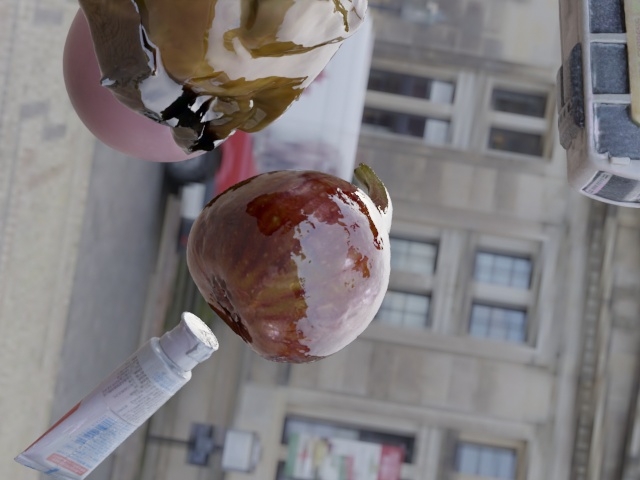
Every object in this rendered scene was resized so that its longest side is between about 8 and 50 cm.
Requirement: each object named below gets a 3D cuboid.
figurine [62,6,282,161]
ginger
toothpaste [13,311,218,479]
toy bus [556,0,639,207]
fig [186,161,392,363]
[{"bbox_3d":[-0.188,-0.203,1.714,0.211,0.261,0.270,-41,164,-15],"label":"figurine"},{"bbox_3d":[-0.066,-0.201,1.165,0.200,0.223,0.269,67,12,13],"label":"ginger"},{"bbox_3d":[-0.204,0.169,1.592,0.234,0.089,0.057,-43,-136,11],"label":"toothpaste"},{"bbox_3d":[0.303,-0.204,1.517,0.097,0.138,0.343,114,-22,-72],"label":"toy bus"},{"bbox_3d":[0.001,0.005,1.320,0.175,0.207,0.175,48,-27,35],"label":"fig"}]
